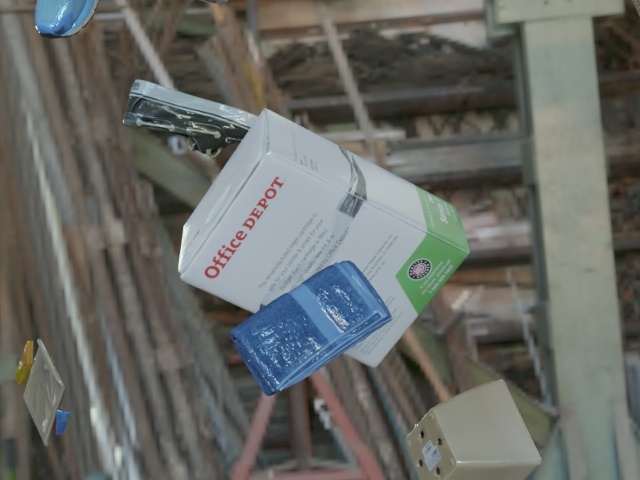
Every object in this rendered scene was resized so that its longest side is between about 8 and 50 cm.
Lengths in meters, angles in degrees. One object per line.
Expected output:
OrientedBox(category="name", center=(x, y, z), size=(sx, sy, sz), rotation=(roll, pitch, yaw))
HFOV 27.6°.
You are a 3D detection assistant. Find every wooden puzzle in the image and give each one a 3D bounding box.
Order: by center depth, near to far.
OrientedBox(category="wooden puzzle", center=(-0.241, 0.132, 1.143), size=(0.014, 0.078, 0.116), rotation=(0, 39, -31))

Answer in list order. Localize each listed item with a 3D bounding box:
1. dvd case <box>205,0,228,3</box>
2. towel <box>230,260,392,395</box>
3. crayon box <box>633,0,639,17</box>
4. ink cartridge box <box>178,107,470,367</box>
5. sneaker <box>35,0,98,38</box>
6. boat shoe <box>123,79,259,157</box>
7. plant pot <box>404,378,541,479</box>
OrientedBox(category="dvd case", center=(-0.144, -0.314, 1.158), size=(0.022, 0.180, 0.253), rotation=(2, 5, 22))
OrientedBox(category="towel", center=(-0.008, 0.067, 1.036), size=(0.119, 0.067, 0.029), rotation=(-32, -12, -18))
OrientedBox(category="crayon box", center=(0.312, -0.280, 1.167), size=(0.081, 0.278, 0.165), rotation=(-25, 6, 5))
OrientedBox(category="ink cartridge box", center=(0.000, 0.000, 1.208), size=(0.219, 0.160, 0.092), rotation=(27, 28, -20))
OrientedBox(category="sneaker", center=(-0.246, -0.270, 1.231), size=(0.063, 0.162, 0.073), rotation=(7, -9, 24))
OrientedBox(category="boat shoe", center=(-0.151, -0.148, 1.731), size=(0.219, 0.070, 0.078), rotation=(16, -3, -10))
OrientedBox(category="plant pot", center=(0.158, 0.228, 1.437), size=(0.096, 0.109, 0.109), rotation=(0, -38, -31))
